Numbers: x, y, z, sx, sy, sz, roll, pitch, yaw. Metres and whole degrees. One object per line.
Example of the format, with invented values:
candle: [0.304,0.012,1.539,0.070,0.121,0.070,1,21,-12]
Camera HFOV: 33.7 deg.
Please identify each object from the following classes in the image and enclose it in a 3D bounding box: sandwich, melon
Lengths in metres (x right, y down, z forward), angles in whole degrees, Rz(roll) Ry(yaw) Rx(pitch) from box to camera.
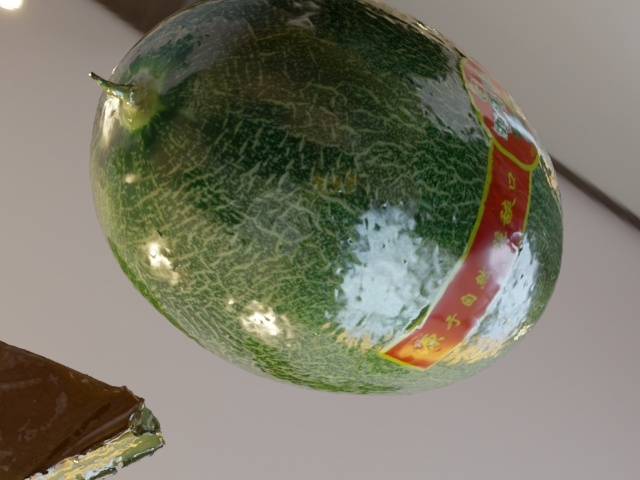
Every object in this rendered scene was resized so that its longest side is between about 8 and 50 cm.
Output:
sandwich: [-0.290,0.137,0.895,0.245,0.063,0.212,-25,-120,-23]
melon: [0.006,-0.020,0.494,0.288,0.182,0.182,19,-143,-49]
